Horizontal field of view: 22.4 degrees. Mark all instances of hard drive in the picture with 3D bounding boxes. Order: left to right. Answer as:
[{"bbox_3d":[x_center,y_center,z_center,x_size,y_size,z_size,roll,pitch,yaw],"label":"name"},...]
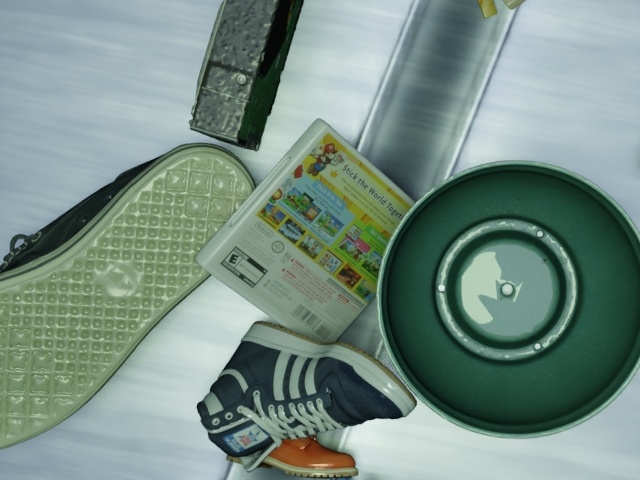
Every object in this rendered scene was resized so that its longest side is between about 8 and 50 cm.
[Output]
[{"bbox_3d":[-0.059,-0.270,1.776,0.064,0.237,0.339,16,93,3],"label":"hard drive"}]

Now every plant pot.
[{"bbox_3d":[0.211,0.060,1.785,0.293,0.196,0.293,0,91,4],"label":"plant pot"}]

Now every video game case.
[{"bbox_3d":[0.000,0.000,1.810,0.206,0.026,0.227,-49,131,3],"label":"video game case"}]

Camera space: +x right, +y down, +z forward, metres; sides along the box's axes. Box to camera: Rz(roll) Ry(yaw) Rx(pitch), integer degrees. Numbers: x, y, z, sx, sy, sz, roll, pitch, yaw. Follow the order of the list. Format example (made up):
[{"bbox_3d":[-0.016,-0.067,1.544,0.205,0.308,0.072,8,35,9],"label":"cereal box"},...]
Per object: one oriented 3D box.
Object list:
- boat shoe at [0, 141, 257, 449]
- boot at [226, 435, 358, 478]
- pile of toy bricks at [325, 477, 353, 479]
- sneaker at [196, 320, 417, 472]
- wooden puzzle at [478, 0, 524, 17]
[{"bbox_3d":[-0.283,0.068,1.832,0.500,0.156,0.187,-39,102,-1],"label":"boat shoe"},{"bbox_3d":[-0.027,0.229,1.863,0.158,0.059,0.084,11,84,16],"label":"boot"},{"bbox_3d":[-0.015,0.361,1.858,0.212,0.118,0.105,-30,108,-13],"label":"pile of toy bricks"},{"bbox_3d":[-0.025,0.186,1.759,0.153,0.282,0.099,-51,124,-19],"label":"sneaker"},{"bbox_3d":[0.225,-0.314,1.870,0.116,0.014,0.078,-30,93,4],"label":"wooden puzzle"}]
